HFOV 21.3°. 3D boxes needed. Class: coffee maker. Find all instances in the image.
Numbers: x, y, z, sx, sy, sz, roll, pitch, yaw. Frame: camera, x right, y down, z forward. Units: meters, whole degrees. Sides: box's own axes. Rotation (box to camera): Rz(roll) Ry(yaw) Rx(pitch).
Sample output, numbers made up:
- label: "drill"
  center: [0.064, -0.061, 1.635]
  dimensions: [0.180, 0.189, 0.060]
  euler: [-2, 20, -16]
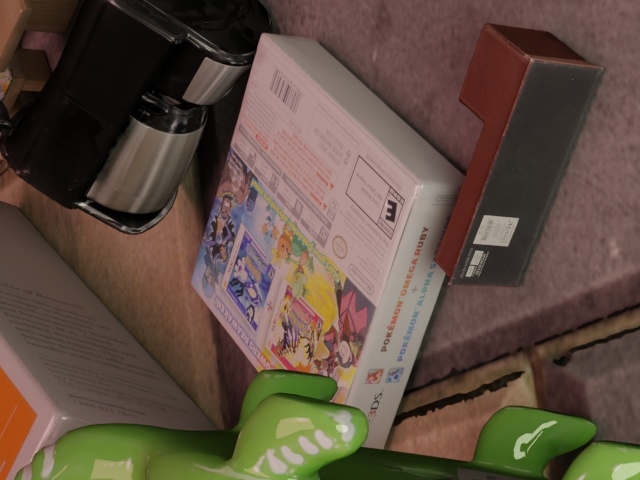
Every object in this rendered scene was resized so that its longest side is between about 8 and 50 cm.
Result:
- label: "coffee maker"
  center: [-0.143, -0.114, 1.153]
  dimensions: [0.178, 0.171, 0.120]
  euler: [-57, 28, 38]

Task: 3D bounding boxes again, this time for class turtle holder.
- label: "turtle holder"
  center: [0.007, 0.181, 0.758]
  dimensions: [0.243, 0.320, 0.227]
  euler: [7, 89, 64]

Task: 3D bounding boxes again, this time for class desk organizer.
- label: "desk organizer"
  center: [0.095, -0.044, 0.892]
  dimensions: [0.050, 0.047, 0.130]
  euler: [50, 129, 49]

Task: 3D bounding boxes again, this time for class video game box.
- label: "video game box"
  center: [0.000, 0.000, 1.038]
  dimensions: [0.205, 0.048, 0.187]
  euler: [48, 126, 47]

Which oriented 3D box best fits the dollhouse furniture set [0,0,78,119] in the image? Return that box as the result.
- label: "dollhouse furniture set"
  center: [-0.301, -0.255, 1.413]
  dimensions: [0.212, 0.161, 0.242]
  euler: [-54, 46, 41]

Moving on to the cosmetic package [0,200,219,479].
- label: "cosmetic package"
  center: [-0.265, 0.135, 1.298]
  dimensions: [0.453, 0.161, 0.230]
  euler: [38, 104, 52]
